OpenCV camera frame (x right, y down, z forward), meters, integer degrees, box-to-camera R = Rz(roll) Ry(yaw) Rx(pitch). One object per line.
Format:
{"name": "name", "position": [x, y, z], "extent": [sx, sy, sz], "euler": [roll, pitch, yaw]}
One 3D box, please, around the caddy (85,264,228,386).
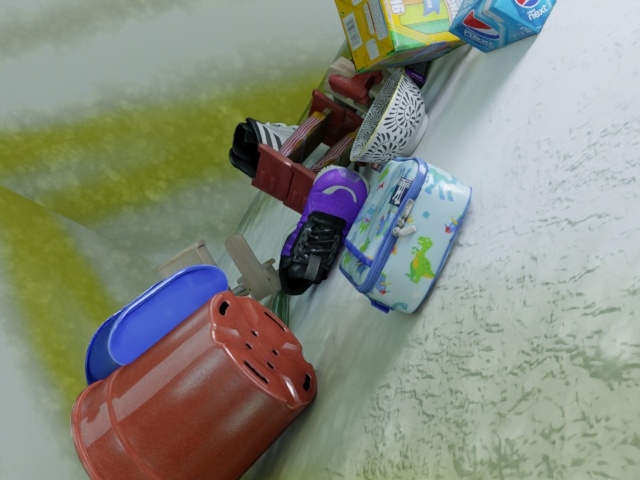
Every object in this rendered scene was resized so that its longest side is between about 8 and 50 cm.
{"name": "caddy", "position": [-0.272, 0.202, 1.672], "extent": [0.341, 0.241, 0.179], "euler": [-38, 2, -32]}

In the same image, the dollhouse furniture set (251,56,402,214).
{"name": "dollhouse furniture set", "position": [0.017, -0.236, 1.585], "extent": [0.201, 0.152, 0.374], "euler": [-50, -13, -38]}

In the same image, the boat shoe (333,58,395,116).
{"name": "boat shoe", "position": [0.074, -0.314, 1.716], "extent": [0.109, 0.091, 0.305], "euler": [-65, 8, -33]}

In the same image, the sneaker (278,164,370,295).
{"name": "sneaker", "position": [0.001, 0.000, 1.554], "extent": [0.293, 0.102, 0.146], "euler": [120, 168, -49]}

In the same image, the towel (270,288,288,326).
{"name": "towel", "position": [-0.155, 0.269, 1.807], "extent": [0.325, 0.038, 0.248], "euler": [-61, 9, 13]}

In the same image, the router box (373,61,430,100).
{"name": "router box", "position": [0.150, -0.296, 1.695], "extent": [0.179, 0.046, 0.133], "euler": [-52, 15, 52]}

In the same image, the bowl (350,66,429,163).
{"name": "bowl", "position": [0.121, -0.184, 1.426], "extent": [0.170, 0.080, 0.170], "euler": [-60, 9, 16]}

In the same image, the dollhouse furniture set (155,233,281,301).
{"name": "dollhouse furniture set", "position": [-0.203, 0.064, 2.019], "extent": [0.303, 0.174, 0.355], "euler": [-30, 3, 18]}

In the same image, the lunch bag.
{"name": "lunch bag", "position": [0.094, -0.009, 1.064], "extent": [0.219, 0.090, 0.176], "euler": [-121, 55, -81]}

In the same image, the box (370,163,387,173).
{"name": "box", "position": [0.132, -0.192, 1.558], "extent": [0.137, 0.027, 0.094], "euler": [-59, 8, 24]}

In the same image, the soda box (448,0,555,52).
{"name": "soda box", "position": [0.237, -0.303, 1.167], "extent": [0.071, 0.067, 0.210], "euler": [-63, 8, 1]}

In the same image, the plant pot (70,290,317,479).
{"name": "plant pot", "position": [-0.163, 0.231, 1.269], "extent": [0.265, 0.272, 0.272], "euler": [-43, 15, 19]}

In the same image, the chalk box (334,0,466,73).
{"name": "chalk box", "position": [0.155, -0.354, 1.389], "extent": [0.132, 0.213, 0.132], "euler": [-15, 92, 64]}

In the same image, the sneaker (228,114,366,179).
{"name": "sneaker", "position": [-0.046, -0.228, 1.920], "extent": [0.169, 0.257, 0.447], "euler": [-58, 10, 29]}
